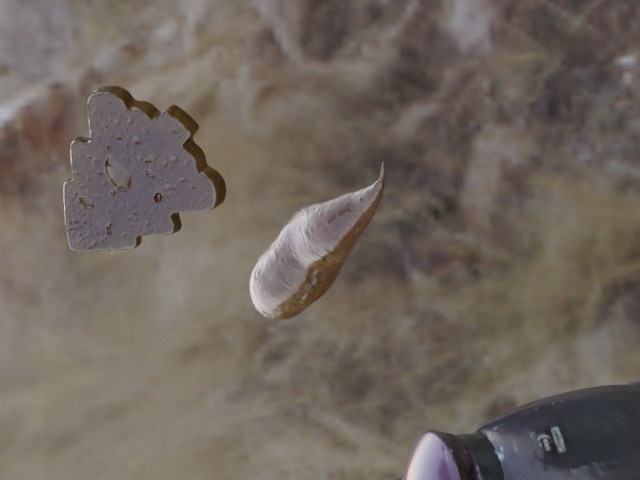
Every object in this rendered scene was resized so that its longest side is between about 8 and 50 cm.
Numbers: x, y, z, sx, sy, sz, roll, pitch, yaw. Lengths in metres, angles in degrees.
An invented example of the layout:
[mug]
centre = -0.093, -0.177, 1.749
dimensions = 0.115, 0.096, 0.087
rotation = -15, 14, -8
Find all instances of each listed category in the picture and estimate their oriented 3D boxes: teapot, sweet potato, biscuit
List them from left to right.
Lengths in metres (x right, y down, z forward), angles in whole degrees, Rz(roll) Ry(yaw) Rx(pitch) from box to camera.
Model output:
[biscuit]
centre = -0.092, -0.028, 0.960
dimensions = 0.092, 0.082, 0.016
rotation = -51, 1, 23
[sweet potato]
centre = 0.000, 0.000, 1.305
dimensions = 0.195, 0.056, 0.056
rotation = -50, 52, 54
[teapot]
centre = 0.105, 0.118, 0.932
dimensions = 0.148, 0.146, 0.116
rotation = -120, 33, -60
